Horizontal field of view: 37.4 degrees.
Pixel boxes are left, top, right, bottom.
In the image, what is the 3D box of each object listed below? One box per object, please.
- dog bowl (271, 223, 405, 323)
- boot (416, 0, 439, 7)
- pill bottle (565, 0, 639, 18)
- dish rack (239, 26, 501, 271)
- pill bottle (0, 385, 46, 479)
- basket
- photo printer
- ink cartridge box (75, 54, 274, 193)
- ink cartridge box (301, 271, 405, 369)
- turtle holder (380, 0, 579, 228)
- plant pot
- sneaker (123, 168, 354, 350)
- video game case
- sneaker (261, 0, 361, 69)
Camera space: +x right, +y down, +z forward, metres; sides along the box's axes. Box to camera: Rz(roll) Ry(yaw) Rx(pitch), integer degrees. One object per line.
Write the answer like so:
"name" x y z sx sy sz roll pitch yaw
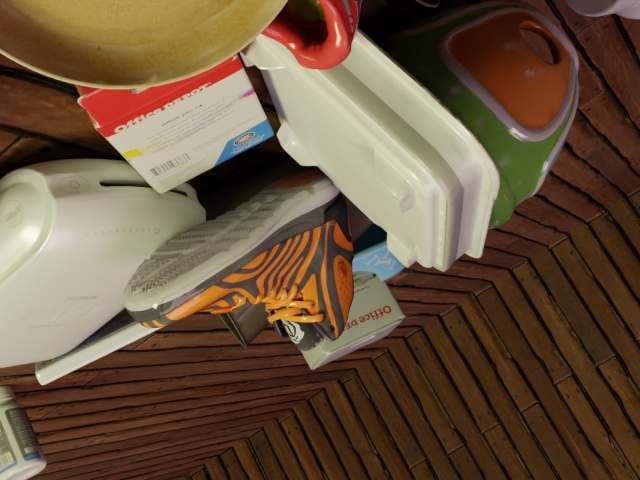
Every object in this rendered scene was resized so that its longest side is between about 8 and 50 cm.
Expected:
"dog bowl" 0.000 0.000 1.332 0.297 0.166 0.074 -24 151 -15
"boot" 0.047 -0.269 0.701 0.112 0.115 0.305 -32 162 18
"pill bottle" 0.376 -0.317 1.053 0.229 0.131 0.131 -19 160 -31
"dish rack" 0.035 -0.090 0.888 0.072 0.285 0.333 -45 165 -6
"pill bottle" -0.478 0.296 1.439 0.078 0.137 0.078 -26 162 -9
"basket" -0.057 -0.010 1.192 0.227 0.204 0.154 -34 -164 -11
"photo printer" -0.286 0.025 1.018 0.307 0.107 0.256 -37 162 24
"ink cartridge box" -0.134 -0.135 0.850 0.134 0.078 0.231 -27 163 -1
"ink cartridge box" 0.010 0.073 1.456 0.153 0.208 0.087 -21 161 -24
"turtle holder" 0.170 -0.133 1.079 0.227 0.243 0.320 -45 155 -6
"plant pot" -0.116 -0.202 0.535 0.236 0.032 0.236 -6 121 -10
"sneaker" -0.057 0.055 1.013 0.124 0.180 0.321 1 -156 43
"video game case" -0.280 0.108 1.248 0.201 0.023 0.183 -26 -162 -10
"sneaker" -0.064 -0.198 0.621 0.107 0.118 0.279 -19 151 40
